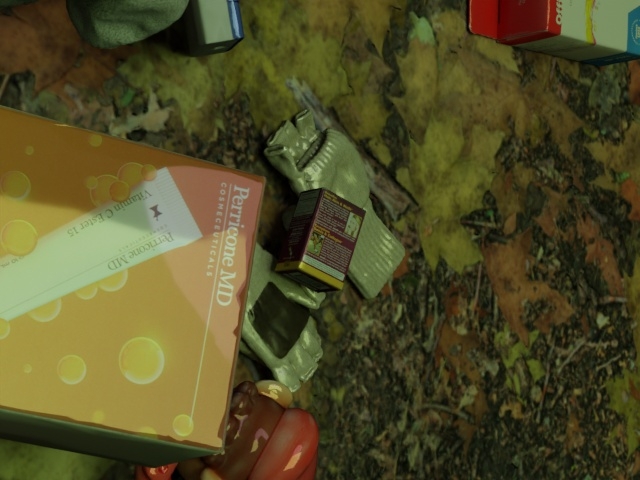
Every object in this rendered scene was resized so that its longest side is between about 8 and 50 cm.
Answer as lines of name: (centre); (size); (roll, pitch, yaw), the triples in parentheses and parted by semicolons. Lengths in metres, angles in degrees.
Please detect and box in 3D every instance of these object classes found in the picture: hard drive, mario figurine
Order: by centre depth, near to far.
hard drive: (-0.116, -0.322, 1.393); (0.040, 0.210, 0.318); (-10, 95, -6)
mario figurine: (-0.140, 0.143, 1.411); (0.198, 0.170, 0.320); (-44, 109, 5)

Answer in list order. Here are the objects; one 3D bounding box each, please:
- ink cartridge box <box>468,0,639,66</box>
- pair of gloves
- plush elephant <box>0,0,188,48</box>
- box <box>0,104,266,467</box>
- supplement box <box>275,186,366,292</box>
ink cartridge box: (0.269, -0.280, 1.815); (0.231, 0.078, 0.134); (6, 83, -42)
pair of gloves: (-0.019, 0.005, 1.556); (0.240, 0.042, 0.204); (-46, 116, -35)
plush elephant: (-0.227, -0.273, 1.240); (0.272, 0.255, 0.330); (25, 70, -38)
box: (-0.240, 0.028, 1.193); (0.345, 0.168, 0.215); (14, 74, -21)
supplement box: (0.000, 0.000, 1.517); (0.055, 0.043, 0.083); (28, 70, -29)
